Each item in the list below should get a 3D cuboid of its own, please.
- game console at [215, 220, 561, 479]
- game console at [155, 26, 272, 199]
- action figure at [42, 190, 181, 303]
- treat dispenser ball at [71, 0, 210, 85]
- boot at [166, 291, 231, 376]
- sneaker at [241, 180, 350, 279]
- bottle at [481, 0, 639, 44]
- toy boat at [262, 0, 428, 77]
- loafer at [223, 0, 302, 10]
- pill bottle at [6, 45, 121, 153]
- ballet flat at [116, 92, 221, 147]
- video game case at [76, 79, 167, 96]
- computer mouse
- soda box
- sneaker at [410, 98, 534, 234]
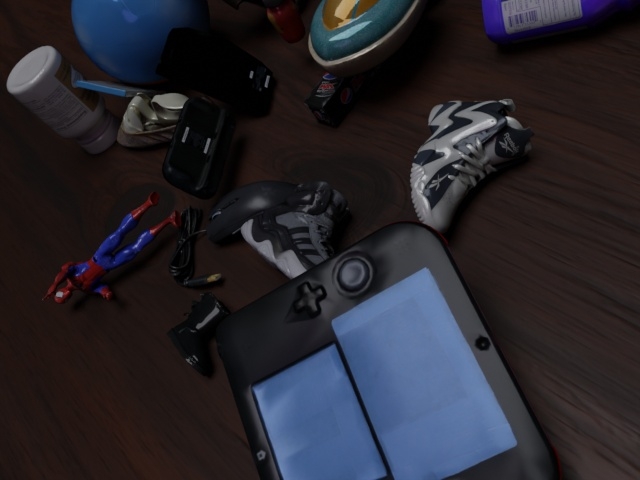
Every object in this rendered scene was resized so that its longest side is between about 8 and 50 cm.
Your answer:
[{"bbox_3d":[0.061,0.197,0.830,0.342,0.060,0.386,-28,63,11],"label":"game console"},{"bbox_3d":[-0.217,-0.242,1.278,0.044,0.213,0.361,-45,29,53],"label":"game console"},{"bbox_3d":[-0.378,0.044,1.217,0.280,0.091,0.139,-37,26,15],"label":"action figure"},{"bbox_3d":[-0.385,-0.481,1.483,0.288,0.288,0.288,-16,52,21],"label":"treat dispenser ball"},{"bbox_3d":[-0.182,0.144,1.087,0.099,0.045,0.121,-44,46,-6],"label":"boot"},{"bbox_3d":[0.000,0.000,1.036,0.153,0.101,0.269,-47,47,-6],"label":"sneaker"},{"bbox_3d":[0.395,-0.384,1.059,0.283,0.092,0.118,-6,94,29],"label":"bottle"},{"bbox_3d":[0.021,-0.409,1.197,0.318,0.148,0.267,13,63,36],"label":"toy boat"},{"bbox_3d":[-0.175,-0.547,1.389,0.134,0.366,0.130,-36,57,52],"label":"loafer"},{"bbox_3d":[-0.545,-0.295,1.489,0.131,0.229,0.131,-16,51,22],"label":"pill bottle"},{"bbox_3d":[-0.328,-0.257,1.414,0.316,0.106,0.107,1,59,32],"label":"ballet flat"},{"bbox_3d":[-0.423,-0.326,1.480,0.119,0.166,0.015,14,106,15],"label":"video game case"},{"bbox_3d":[-0.158,-0.017,1.173,0.262,0.060,0.184,-12,53,25],"label":"computer mouse"},{"bbox_3d":[0.047,-0.288,1.238,0.053,0.060,0.169,26,74,41],"label":"soda box"},{"bbox_3d":[0.224,-0.116,0.984,0.153,0.094,0.235,-9,44,37],"label":"sneaker"}]
